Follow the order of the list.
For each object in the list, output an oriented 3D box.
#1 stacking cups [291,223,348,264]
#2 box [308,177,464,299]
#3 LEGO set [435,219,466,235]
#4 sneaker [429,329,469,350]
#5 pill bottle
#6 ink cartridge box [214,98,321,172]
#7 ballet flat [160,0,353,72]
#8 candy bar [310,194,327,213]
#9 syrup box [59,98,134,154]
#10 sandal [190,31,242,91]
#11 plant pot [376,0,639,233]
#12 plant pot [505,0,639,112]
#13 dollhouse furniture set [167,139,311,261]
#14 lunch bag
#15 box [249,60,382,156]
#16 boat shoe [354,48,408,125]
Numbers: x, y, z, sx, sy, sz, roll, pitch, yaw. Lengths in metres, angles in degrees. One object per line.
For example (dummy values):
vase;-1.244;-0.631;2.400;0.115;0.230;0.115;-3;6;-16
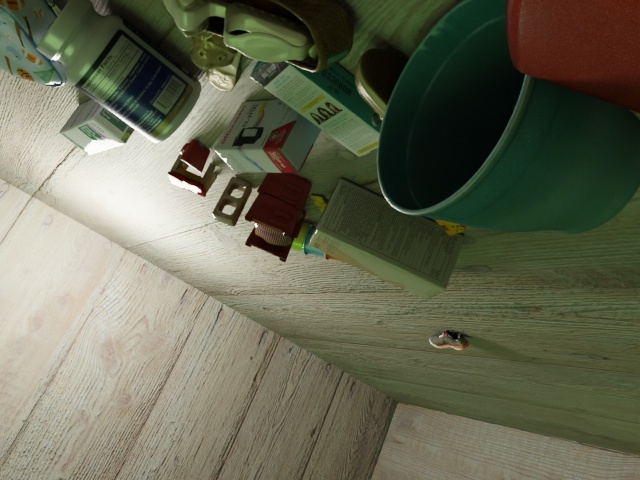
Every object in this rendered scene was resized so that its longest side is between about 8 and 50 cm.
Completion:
stacking cups;0.000;0.000;1.537;0.317;0.096;0.096;13;157;14
box;0.147;0.001;1.272;0.311;0.147;0.121;26;160;-2
LEGO set;0.259;-0.069;1.058;0.093;0.087;0.227;0;150;49
sneaker;0.434;0.328;1.917;0.158;0.061;0.064;-4;119;50
pill bottle;-0.368;-0.316;1.042;0.265;0.153;0.153;37;156;-29
ink cartridge box;-0.098;-0.199;1.069;0.175;0.127;0.072;7;152;38
ballet flat;-0.123;-0.320;0.794;0.343;0.124;0.116;24;142;3
candy bar;0.026;-0.065;1.420;0.040;0.018;0.161;12;157;38
syrup box;-0.543;-0.288;1.386;0.237;0.096;0.093;1;150;48
sandal;-0.180;-0.312;0.951;0.088;0.079;0.240;23;159;3
plant pot;0.252;-0.126;0.707;0.255;0.271;0.272;17;164;-24
plant pot;0.287;-0.231;0.420;0.268;0.267;0.236;21;172;8
dollhouse furniture set;-0.219;-0.108;1.390;0.374;0.152;0.201;23;160;4
lunch bag;-0.622;-0.434;1.093;0.304;0.114;0.243;18;157;17
box;0.011;-0.241;0.941;0.244;0.060;0.101;33;158;-22
boat shoe;0.147;-0.182;0.877;0.285;0.104;0.089;35;154;-29
